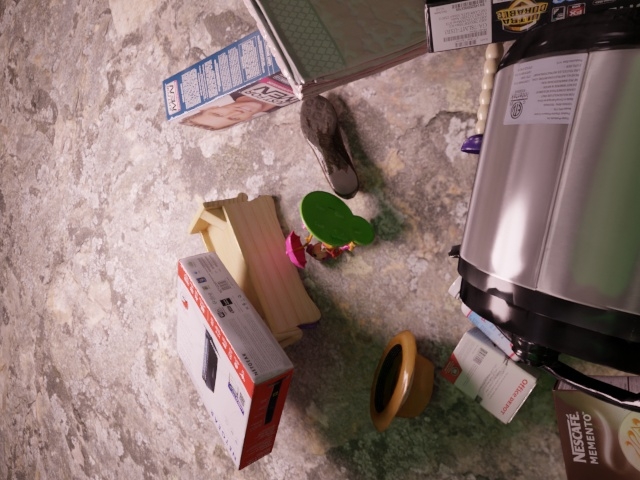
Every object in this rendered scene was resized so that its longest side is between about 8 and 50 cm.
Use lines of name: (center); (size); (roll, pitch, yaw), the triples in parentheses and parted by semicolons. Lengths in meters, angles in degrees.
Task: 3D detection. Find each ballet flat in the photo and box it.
ballet flat: (0.021, -0.198, 0.983); (0.084, 0.058, 0.250); (-24, 74, 5)

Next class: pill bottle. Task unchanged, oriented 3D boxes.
pill bottle: (0.301, 0.120, 0.786); (0.160, 0.087, 0.087); (45, 114, 24)

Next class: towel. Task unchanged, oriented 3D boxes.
towel: (0.030, -0.450, 0.864); (0.316, 0.053, 0.332); (-25, 75, -12)

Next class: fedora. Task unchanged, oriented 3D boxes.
fedora: (0.158, 0.270, 0.868); (0.079, 0.194, 0.195); (19, 105, -7)

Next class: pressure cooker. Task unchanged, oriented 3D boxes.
pressure cooker: (0.361, -0.017, 0.566); (0.374, 0.370, 0.421); (11, 99, 15)

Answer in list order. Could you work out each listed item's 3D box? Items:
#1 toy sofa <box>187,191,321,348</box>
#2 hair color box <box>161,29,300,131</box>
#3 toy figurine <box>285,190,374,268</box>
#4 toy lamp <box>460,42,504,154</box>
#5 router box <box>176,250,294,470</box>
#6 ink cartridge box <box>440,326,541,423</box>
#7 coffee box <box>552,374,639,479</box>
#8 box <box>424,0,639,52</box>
toy sofa: (-0.158, 0.080, 1.070); (0.150, 0.177, 0.363); (-42, 68, 53)
hair color box: (-0.172, -0.349, 1.032); (0.346, 0.173, 0.105); (-10, 87, 33)
toy figurine: (0.000, 0.000, 0.974); (0.159, 0.173, 0.130); (-46, 32, 46)
toy lamp: (0.292, -0.289, 0.788); (0.080, 0.080, 0.275); (10, 96, 33)
router box: (-0.195, 0.243, 0.950); (0.335, 0.082, 0.301); (46, 137, 36)
ink cartridge box: (0.298, 0.233, 0.809); (0.135, 0.056, 0.099); (35, 110, 28)
coffee box: (0.484, 0.275, 0.663); (0.246, 0.098, 0.141); (-11, 85, 33)
box: (0.306, -0.368, 0.636); (0.292, 0.296, 0.074); (0, 134, 19)
